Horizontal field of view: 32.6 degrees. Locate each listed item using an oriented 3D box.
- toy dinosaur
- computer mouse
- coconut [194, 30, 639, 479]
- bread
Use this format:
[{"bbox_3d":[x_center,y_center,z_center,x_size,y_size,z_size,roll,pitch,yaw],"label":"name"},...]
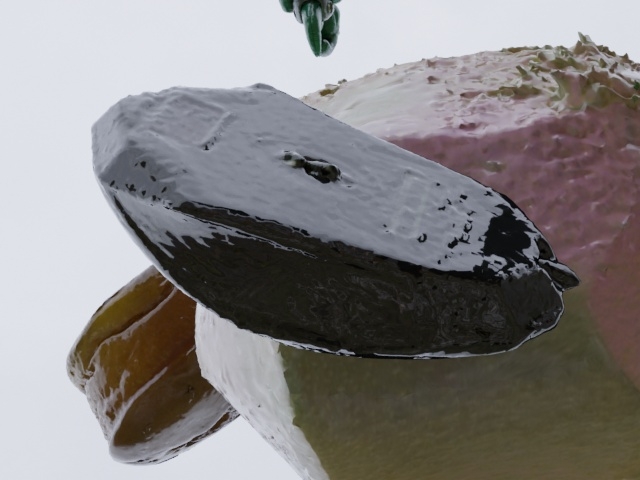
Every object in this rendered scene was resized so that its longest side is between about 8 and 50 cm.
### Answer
[{"bbox_3d":[-0.004,-0.185,0.861,0.059,0.132,0.096,-11,-57,8],"label":"toy dinosaur"},{"bbox_3d":[0.000,0.000,0.373,0.172,0.099,0.057,20,-60,4],"label":"computer mouse"},{"bbox_3d":[0.060,0.025,0.519,0.245,0.233,0.233,-9,-70,9],"label":"coconut"},{"bbox_3d":[-0.108,0.095,1.038,0.269,0.195,0.143,-37,-109,-17],"label":"bread"}]
